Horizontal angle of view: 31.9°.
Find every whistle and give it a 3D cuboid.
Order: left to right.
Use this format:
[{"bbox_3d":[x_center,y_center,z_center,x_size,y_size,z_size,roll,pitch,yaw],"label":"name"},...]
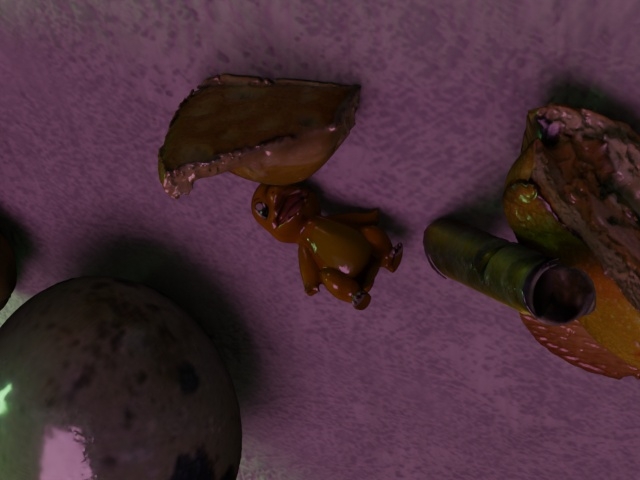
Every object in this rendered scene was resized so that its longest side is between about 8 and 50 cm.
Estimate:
[{"bbox_3d":[0.162,0.026,1.042,0.068,0.057,0.326,53,175,-11],"label":"whistle"}]

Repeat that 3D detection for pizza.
[{"bbox_3d":[-0.067,-0.086,1.086,0.188,0.204,0.080,3,123,17],"label":"pizza"}]

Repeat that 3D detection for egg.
[{"bbox_3d":[-0.270,0.233,1.410,0.345,0.345,0.427,14,125,15],"label":"egg"}]

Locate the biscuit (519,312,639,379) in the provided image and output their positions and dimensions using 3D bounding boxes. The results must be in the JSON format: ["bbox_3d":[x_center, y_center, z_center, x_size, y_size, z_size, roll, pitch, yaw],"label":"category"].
[{"bbox_3d":[0.309,0.092,1.189,0.224,0.033,0.144,20,141,9],"label":"biscuit"}]

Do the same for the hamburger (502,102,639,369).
[{"bbox_3d":[0.268,-0.004,1.029,0.283,0.144,0.156,48,165,-5],"label":"hamburger"}]

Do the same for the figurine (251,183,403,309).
[{"bbox_3d":[-0.002,0.000,1.228,0.176,0.121,0.122,41,167,4],"label":"figurine"}]

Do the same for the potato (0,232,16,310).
[{"bbox_3d":[-0.484,0.045,1.476,0.137,0.155,0.200,56,149,4],"label":"potato"}]
